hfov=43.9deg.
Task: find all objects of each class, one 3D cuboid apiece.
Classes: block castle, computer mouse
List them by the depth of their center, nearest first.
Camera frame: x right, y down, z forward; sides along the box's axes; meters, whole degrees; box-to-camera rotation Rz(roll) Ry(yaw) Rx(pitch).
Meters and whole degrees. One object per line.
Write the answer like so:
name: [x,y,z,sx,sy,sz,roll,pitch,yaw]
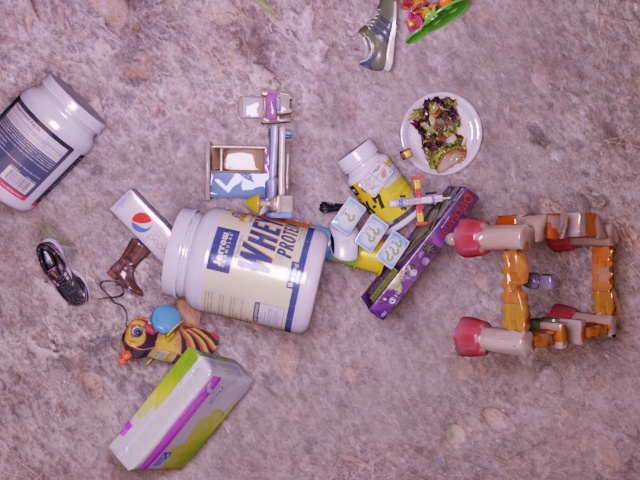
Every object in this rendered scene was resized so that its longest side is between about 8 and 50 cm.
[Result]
block castle: [0.470,0.090,1.772,0.453,0.212,0.303,-2,92,-43]
computer mouse: [0.056,-0.030,1.838,0.105,0.193,0.042,4,132,-11]

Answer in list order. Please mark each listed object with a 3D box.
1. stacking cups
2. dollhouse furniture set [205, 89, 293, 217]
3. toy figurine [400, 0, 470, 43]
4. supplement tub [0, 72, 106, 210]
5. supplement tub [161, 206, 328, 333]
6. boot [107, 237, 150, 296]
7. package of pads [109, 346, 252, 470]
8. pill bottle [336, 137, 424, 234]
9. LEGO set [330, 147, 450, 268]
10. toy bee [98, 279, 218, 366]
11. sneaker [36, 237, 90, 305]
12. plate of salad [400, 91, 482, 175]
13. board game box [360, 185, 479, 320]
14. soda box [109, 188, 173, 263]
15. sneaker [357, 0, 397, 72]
stacking cups: [0.000,0.000,1.889,0.316,0.096,0.096,15,94,0]
dollhouse furniture set: [-0.160,-0.198,1.745,0.198,0.303,0.287,1,95,-4]
toy figurine: [0.234,-0.572,1.848,0.173,0.130,0.159,-32,82,24]
supplement tub: [-0.633,-0.217,1.770,0.272,0.191,0.191,-45,96,1]
supplement tub: [-0.160,0.059,1.729,0.324,0.235,0.236,13,94,1]
boot: [-0.433,0.062,1.889,0.106,0.037,0.114,38,87,-8]
package of pads: [-0.310,0.394,1.831,0.101,0.229,0.296,41,93,25]
pill bottle: [0.138,-0.128,1.862,0.119,0.119,0.209,-37,96,0]
LEGO set: [0.166,-0.082,1.779,0.182,0.060,0.244,37,84,-12]
toy bee: [-0.396,0.236,1.843,0.298,0.162,0.195,14,139,3]
sneaker: [-0.612,0.080,1.857,0.072,0.077,0.178,-36,97,2]
plate of salad: [0.290,-0.255,1.895,0.199,0.048,0.200,0,96,-3]
board game box: [0.223,0.022,1.837,0.056,0.208,0.347,38,93,-8]
soda box: [-0.388,-0.022,1.862,0.069,0.074,0.216,-43,96,1]
sneaker: [0.129,-0.492,1.853,0.086,0.064,0.192,2,98,-9]
